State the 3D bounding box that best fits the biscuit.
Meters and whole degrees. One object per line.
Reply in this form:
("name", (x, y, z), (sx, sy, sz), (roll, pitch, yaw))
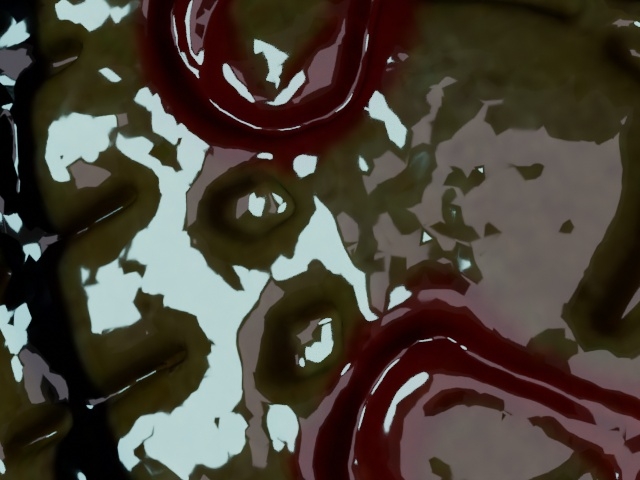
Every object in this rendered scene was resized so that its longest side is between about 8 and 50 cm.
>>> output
("biscuit", (-0.001, 0.000, 0.495), (0.314, 0.063, 0.367), (-29, 72, 23))
